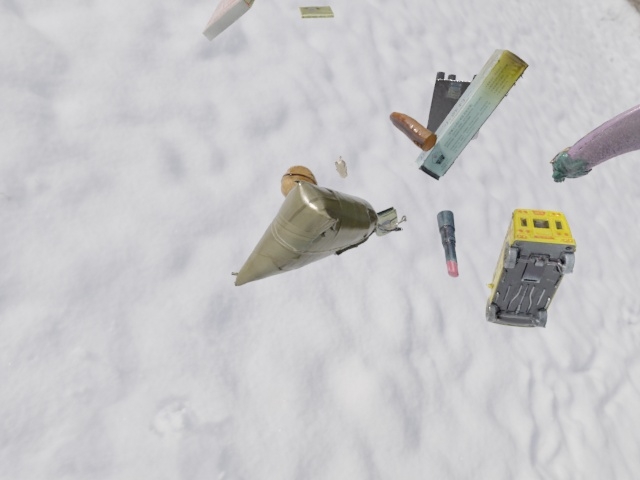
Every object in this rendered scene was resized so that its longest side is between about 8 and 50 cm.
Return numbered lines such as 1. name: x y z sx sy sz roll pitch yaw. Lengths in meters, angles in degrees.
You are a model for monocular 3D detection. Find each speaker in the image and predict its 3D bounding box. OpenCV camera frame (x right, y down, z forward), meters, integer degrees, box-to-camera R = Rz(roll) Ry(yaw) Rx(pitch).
1. speaker: 0.567 -0.546 1.796 0.232 0.184 0.253 -26 128 -56

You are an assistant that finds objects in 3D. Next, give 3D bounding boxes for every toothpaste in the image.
1. toothpaste: 0.344 -0.287 1.029 0.071 0.312 0.089 30 24 -9

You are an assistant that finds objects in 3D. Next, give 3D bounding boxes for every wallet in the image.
1. wallet: 0.295 -0.082 1.974 0.155 0.111 0.039 69 -3 -58

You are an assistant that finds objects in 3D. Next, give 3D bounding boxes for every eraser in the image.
1. eraser: -0.230 -0.650 1.196 0.038 0.157 0.230 42 40 -35

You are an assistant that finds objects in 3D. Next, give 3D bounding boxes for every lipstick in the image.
1. lipstick: 0.393 0.012 1.335 0.054 0.053 0.234 27 47 -28

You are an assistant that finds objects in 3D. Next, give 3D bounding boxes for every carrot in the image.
1. carrot: 0.210 -0.265 1.028 0.048 0.048 0.139 -5 45 -44

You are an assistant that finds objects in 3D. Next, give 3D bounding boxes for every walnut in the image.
1. walnut: -0.075 -0.198 1.627 0.180 0.144 0.144 48 35 -49

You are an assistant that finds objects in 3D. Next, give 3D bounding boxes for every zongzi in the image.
1. zongzi: 0.000 0.000 1.330 0.447 0.418 0.181 5 47 -52

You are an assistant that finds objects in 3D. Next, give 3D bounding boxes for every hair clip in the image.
1. hair clip: 0.698 -0.237 0.980 0.096 0.359 0.110 -12 84 -49

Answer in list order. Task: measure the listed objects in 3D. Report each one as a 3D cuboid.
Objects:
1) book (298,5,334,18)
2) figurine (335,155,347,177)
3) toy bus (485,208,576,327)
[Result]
1. book: -0.015 -0.764 1.468 0.111 0.014 0.077 -5 48 -8
2. figurine: 0.091 -0.301 1.799 0.050 0.047 0.083 -64 145 -53
3. toy bus: 0.502 0.082 1.085 0.144 0.330 0.152 5 48 12
